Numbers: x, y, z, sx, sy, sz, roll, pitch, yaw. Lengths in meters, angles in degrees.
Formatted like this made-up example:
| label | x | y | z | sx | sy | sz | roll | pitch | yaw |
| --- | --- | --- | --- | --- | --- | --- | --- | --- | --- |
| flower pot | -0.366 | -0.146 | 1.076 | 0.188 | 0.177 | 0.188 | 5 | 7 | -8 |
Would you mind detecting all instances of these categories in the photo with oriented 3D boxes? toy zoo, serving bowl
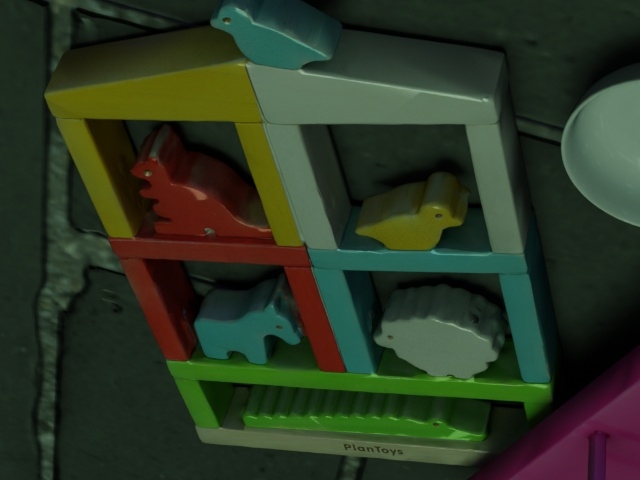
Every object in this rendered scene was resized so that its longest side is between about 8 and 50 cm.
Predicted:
| label | x | y | z | sx | sy | sz | roll | pitch | yaw |
| --- | --- | --- | --- | --- | --- | --- | --- | --- | --- |
| toy zoo | 0.000 | 0.000 | 0.772 | 0.192 | 0.030 | 0.293 | 2 | 139 | 19 |
| serving bowl | 0.136 | -0.040 | 0.674 | 0.083 | 0.027 | 0.083 | 11 | 141 | 10 |

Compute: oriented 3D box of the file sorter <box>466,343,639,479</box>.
| label | x | y | z | sx | sy | sz | roll | pitch | yaw |
| --- | --- | --- | --- | --- | --- | --- | --- | --- | --- |
| file sorter | 0.195 | 0.168 | 0.748 | 0.202 | 0.182 | 0.290 | 19 | 143 | -18 |
